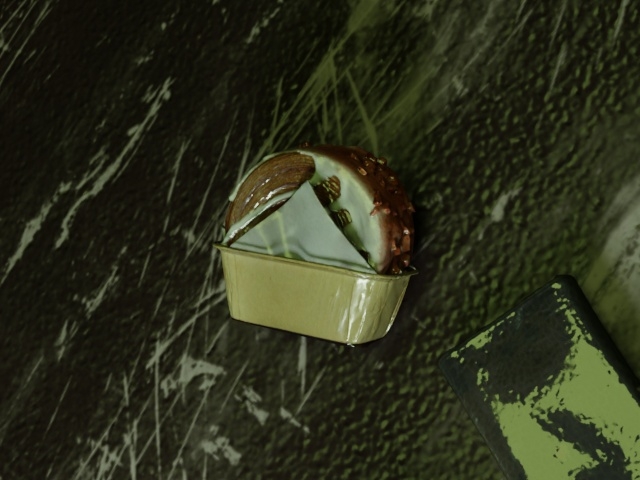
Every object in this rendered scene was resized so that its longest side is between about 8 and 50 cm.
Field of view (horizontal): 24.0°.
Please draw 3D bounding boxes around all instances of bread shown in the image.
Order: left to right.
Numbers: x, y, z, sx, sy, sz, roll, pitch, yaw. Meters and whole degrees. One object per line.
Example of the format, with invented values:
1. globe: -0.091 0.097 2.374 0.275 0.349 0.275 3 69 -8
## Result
1. bread: 0.000 0.000 1.629 0.224 0.142 0.211 10 96 27

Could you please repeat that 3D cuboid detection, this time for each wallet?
1. wallet: 0.261 0.206 1.496 0.170 0.044 0.321 -36 67 14
